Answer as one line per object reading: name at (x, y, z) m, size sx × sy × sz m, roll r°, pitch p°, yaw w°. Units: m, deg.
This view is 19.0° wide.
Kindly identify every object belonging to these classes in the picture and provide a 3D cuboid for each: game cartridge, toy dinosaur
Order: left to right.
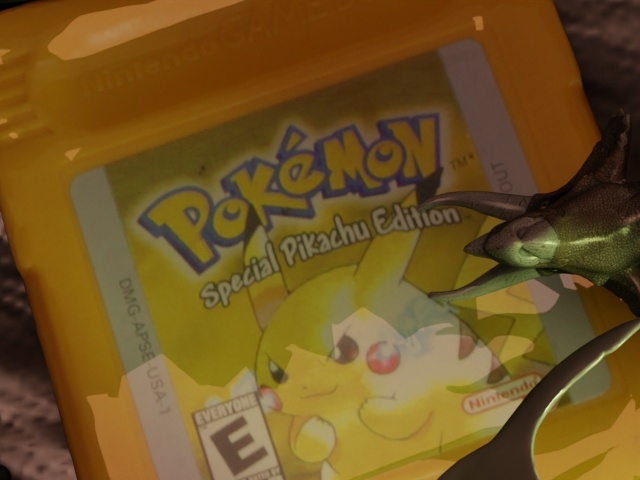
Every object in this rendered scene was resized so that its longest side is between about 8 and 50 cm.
game cartridge at (0.000, 0.000, 0.904) m, size 0.285 × 0.052 × 0.323 m, roll -19°, pitch 74°, yaw 1°
toy dinosaur at (0.208, 0.026, 0.808) m, size 0.313 × 0.160 × 0.121 m, roll 33°, pitch 67°, yaw -31°

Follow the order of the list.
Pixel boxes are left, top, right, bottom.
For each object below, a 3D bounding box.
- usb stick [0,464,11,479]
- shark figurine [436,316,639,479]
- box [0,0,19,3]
usb stick at (-0.285, 0.117, 0.906) m, size 0.278 × 0.045 × 0.077 m, roll 7°, pitch 82°, yaw 8°
shark figurine at (0.083, 0.152, 0.805) m, size 0.166 × 0.278 × 0.116 m, roll 10°, pitch 37°, yaw 37°
box at (-0.100, -0.252, 0.950) m, size 0.322 × 0.079 × 0.257 m, roll -7°, pitch 65°, yaw 6°
